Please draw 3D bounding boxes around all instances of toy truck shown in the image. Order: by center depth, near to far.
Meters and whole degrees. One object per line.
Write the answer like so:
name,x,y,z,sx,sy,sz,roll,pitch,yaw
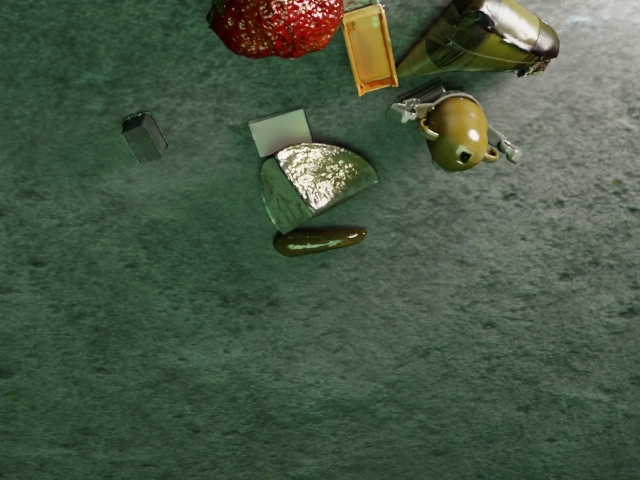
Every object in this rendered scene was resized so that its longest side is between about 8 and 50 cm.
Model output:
toy truck,0.098,-0.478,1.490,0.114,0.135,0.270,-14,126,5

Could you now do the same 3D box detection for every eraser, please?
eraser,-0.100,-0.278,1.685,0.150,0.023,0.104,-15,126,5

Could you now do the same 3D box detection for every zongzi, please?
zongzi,0.369,-0.437,1.567,0.289,0.154,0.317,24,140,-25

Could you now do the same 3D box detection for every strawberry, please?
strawberry,-0.088,-0.499,1.382,0.276,0.257,0.257,19,123,-2

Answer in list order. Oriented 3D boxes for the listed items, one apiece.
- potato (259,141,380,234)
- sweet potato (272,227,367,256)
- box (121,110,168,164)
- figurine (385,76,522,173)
potato,-0.017,-0.165,1.738,0.264,0.211,0.189,-28,88,-25
sweet potato,0.000,0.000,1.867,0.273,0.075,0.075,-7,126,-2
box,-0.444,-0.253,1.640,0.084,0.069,0.122,-19,126,10
figurine,0.315,-0.270,1.572,0.342,0.285,0.167,-3,124,-6
